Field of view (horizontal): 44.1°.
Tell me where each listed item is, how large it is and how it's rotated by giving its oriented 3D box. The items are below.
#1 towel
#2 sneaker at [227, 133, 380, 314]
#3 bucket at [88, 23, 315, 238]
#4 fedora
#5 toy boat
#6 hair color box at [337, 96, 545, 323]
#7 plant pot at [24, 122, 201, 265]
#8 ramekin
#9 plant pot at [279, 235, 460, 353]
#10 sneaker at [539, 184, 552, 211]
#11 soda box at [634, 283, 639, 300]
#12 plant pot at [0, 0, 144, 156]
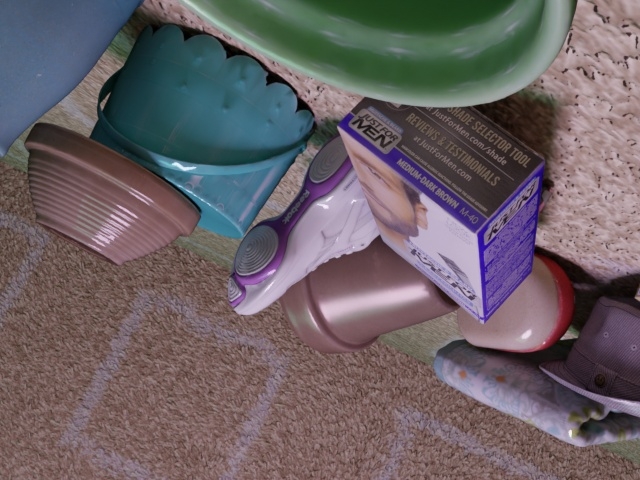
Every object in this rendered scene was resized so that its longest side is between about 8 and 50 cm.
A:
[{"bbox_3d":[0.419,0.222,1.257,0.375,0.090,0.320,0,-175,-28],"label":"towel"},{"bbox_3d":[0.000,0.000,1.064,0.152,0.305,0.114,31,-160,-39],"label":"sneaker"},{"bbox_3d":[-0.168,-0.137,1.062,0.281,0.183,0.281,25,168,6],"label":"bucket"},{"bbox_3d":[0.437,0.146,1.056,0.244,0.124,0.275,5,-171,-19],"label":"fedora"},{"bbox_3d":[0.316,0.091,1.214,0.151,0.151,0.231,-2,177,-18],"label":"toy boat"},{"bbox_3d":[0.145,-0.037,0.902,0.185,0.110,0.339,41,172,23],"label":"hair color box"},{"bbox_3d":[-0.281,-0.042,1.009,0.237,0.109,0.237,25,167,6],"label":"plant pot"},{"bbox_3d":[0.013,-0.218,0.428,0.303,0.148,0.303,25,168,6],"label":"ramekin"},{"bbox_3d":[0.099,0.040,1.204,0.229,0.263,0.263,-7,150,36],"label":"plant pot"},{"bbox_3d":[0.228,-0.053,0.950,0.057,0.047,0.119,41,164,-12],"label":"sneaker"},{"bbox_3d":[0.447,0.053,0.893,0.061,0.058,0.181,29,168,-13],"label":"soda box"},{"bbox_3d":[-0.372,-0.243,0.870,0.272,0.255,0.271,25,169,6],"label":"plant pot"}]
